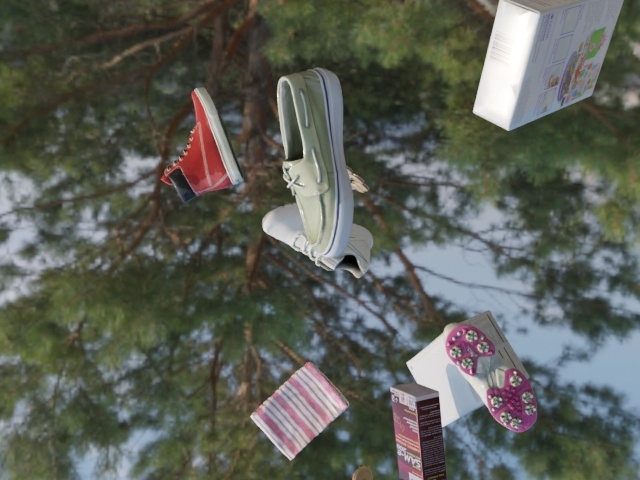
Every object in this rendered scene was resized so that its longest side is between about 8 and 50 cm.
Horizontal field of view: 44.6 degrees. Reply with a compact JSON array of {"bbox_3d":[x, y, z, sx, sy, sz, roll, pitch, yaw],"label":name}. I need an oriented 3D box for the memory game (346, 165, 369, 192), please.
[{"bbox_3d":[0.027,-0.160,1.726,0.186,0.012,0.186,33,174,4],"label":"memory game"}]

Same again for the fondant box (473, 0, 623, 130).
[{"bbox_3d":[0.462,-0.381,1.564,0.330,0.238,0.096,-24,-135,-37],"label":"fondant box"}]

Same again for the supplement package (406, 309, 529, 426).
[{"bbox_3d":[0.384,0.343,2.068,0.145,0.204,0.262,-19,160,-29],"label":"supplement package"}]

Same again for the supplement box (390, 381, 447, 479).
[{"bbox_3d":[0.244,0.485,1.943,0.073,0.239,0.130,-8,-176,-23],"label":"supplement box"}]

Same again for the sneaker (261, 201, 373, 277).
[{"bbox_3d":[0.000,0.000,1.885,0.297,0.111,0.129,16,-136,-18],"label":"sneaker"}]

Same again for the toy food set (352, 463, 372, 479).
[{"bbox_3d":[0.126,0.722,2.353,0.082,0.083,0.020,-34,-162,-35],"label":"toy food set"}]

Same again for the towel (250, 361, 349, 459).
[{"bbox_3d":[-0.048,0.396,1.812,0.144,0.197,0.029,47,-179,1],"label":"towel"}]

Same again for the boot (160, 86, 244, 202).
[{"bbox_3d":[-0.293,-0.215,1.753,0.176,0.244,0.088,-20,168,2],"label":"boot"}]

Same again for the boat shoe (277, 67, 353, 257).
[{"bbox_3d":[-0.017,-0.119,1.240,0.094,0.302,0.109,-10,-171,-30],"label":"boat shoe"}]

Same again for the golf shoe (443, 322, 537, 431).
[{"bbox_3d":[0.390,0.305,1.805,0.115,0.306,0.140,-36,-171,0],"label":"golf shoe"}]
